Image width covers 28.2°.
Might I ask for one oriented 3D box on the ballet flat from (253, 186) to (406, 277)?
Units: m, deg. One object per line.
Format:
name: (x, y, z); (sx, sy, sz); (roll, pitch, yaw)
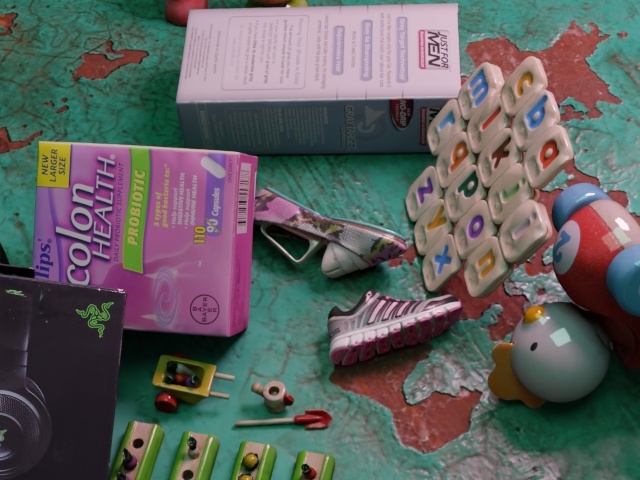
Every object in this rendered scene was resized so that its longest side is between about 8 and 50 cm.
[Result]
ballet flat: (0.000, 0.000, 1.598); (0.221, 0.077, 0.079); (20, 74, 25)

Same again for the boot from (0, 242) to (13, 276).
boot: (-0.485, 0.077, 1.573); (0.208, 0.076, 0.190); (-19, 50, -3)

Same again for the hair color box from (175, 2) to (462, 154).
hair color box: (0.003, -0.219, 1.737); (0.374, 0.114, 0.185); (-1, 52, 4)

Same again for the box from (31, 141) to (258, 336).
box: (-0.207, -0.004, 1.512); (0.243, 0.117, 0.214); (4, 92, 8)

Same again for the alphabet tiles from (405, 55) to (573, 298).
alphabet tiles: (0.198, -0.075, 1.534); (0.021, 0.278, 0.284); (15, 45, -28)

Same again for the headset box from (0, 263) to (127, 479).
headset box: (-0.342, 0.166, 1.336); (0.246, 0.131, 0.283); (9, 73, -18)

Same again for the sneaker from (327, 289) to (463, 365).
sneaker: (0.083, 0.088, 1.519); (0.170, 0.063, 0.075); (-18, 59, -4)

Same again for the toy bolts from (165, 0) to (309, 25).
toy bolts: (-0.127, -0.424, 1.878); (0.228, 0.158, 0.218); (1, 52, 5)

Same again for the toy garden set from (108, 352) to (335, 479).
toy garden set: (-0.104, 0.224, 1.433); (0.244, 0.049, 0.204); (8, 53, 10)

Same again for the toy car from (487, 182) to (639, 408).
toy car: (0.281, 0.092, 1.425); (0.238, 0.210, 0.219); (-34, 25, 5)
